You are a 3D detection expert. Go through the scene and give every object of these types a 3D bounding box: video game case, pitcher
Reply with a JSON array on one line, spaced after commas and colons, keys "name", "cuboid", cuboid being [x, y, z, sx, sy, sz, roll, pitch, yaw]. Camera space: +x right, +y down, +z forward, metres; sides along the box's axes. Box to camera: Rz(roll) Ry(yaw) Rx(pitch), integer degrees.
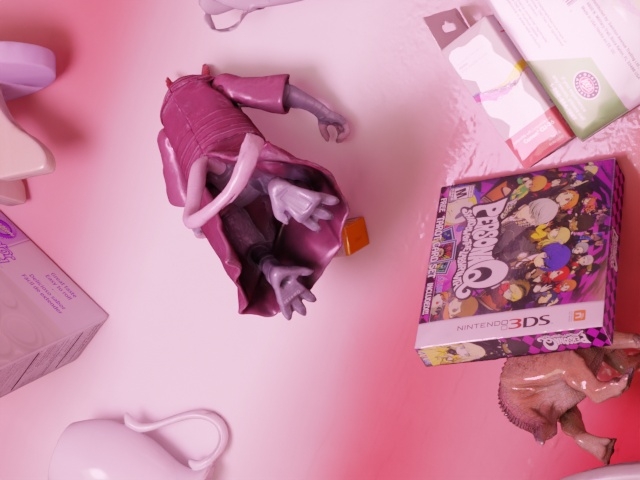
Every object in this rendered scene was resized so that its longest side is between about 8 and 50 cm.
[{"name": "video game case", "cuboid": [0.217, 0.023, 1.678, 0.210, 0.232, 0.042, -8, 138, 26]}, {"name": "pitcher", "cuboid": [-0.231, 0.283, 2.000, 0.207, 0.125, 0.177, 18, 89, 9]}]

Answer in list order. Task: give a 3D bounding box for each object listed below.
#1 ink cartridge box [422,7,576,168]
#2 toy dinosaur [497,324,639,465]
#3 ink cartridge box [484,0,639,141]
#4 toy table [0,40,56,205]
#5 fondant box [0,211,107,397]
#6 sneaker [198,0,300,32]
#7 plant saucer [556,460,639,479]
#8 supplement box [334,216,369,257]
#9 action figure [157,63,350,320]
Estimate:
[{"name": "ink cartridge box", "cuboid": [0.205, -0.183, 1.680, 0.067, 0.115, 0.198, -37, 86, 28]}, {"name": "toy dinosaur", "cuboid": [0.248, 0.123, 1.681, 0.200, 0.295, 0.127, 19, 140, 21]}, {"name": "ink cartridge box", "cuboid": [0.336, -0.265, 1.600, 0.278, 0.117, 0.201, -35, 87, 27]}, {"name": "toy table", "cuboid": [-0.452, -0.140, 1.933, 0.274, 0.252, 0.160, -12, 76, 32]}, {"name": "fondant box", "cuboid": [-0.450, 0.083, 1.920, 0.238, 0.330, 0.096, 43, 113, 10]}, {"name": "sneaker", "cuboid": [-0.112, -0.417, 1.754, 0.210, 0.137, 0.365, -22, 96, 24]}, {"name": "plant saucer", "cuboid": [0.369, 0.352, 1.695, 0.400, 0.100, 0.400, 6, 132, 6]}, {"name": "supplement box", "cuboid": [0.000, 0.000, 1.848, 0.098, 0.062, 0.036, -8, 100, 25]}, {"name": "action figure", "cuboid": [-0.120, -0.083, 1.765, 0.248, 0.276, 0.370, -48, 49, 17]}]
